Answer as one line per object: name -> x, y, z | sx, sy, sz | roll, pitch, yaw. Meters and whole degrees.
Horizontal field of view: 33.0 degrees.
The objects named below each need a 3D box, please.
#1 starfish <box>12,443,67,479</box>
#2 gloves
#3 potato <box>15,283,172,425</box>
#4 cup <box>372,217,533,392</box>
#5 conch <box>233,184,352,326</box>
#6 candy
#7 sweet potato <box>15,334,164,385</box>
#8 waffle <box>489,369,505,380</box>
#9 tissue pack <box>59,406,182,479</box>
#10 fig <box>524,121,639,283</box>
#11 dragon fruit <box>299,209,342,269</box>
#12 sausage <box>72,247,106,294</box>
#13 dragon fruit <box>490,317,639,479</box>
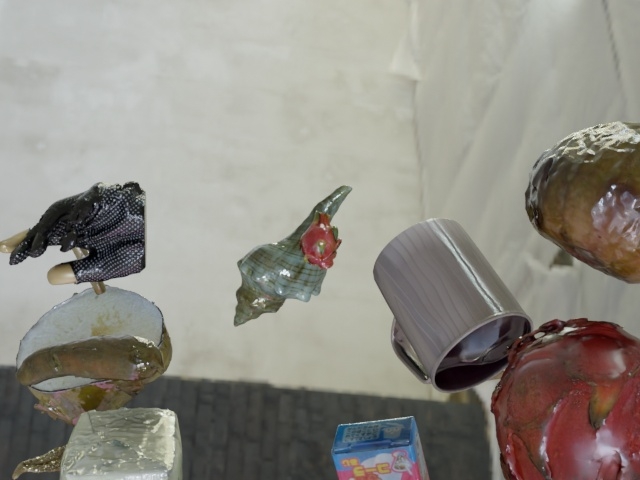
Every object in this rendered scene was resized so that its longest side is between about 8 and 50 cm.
starfish -> -0.474, 0.483, 2.239 | 0.299, 0.302, 0.060 | 67, -25, 9
gloves -> -0.309, -0.011, 1.348 | 0.129, 0.180, 0.106 | 108, -19, -65
potato -> -0.428, 0.239, 2.149 | 0.196, 0.299, 0.247 | 71, 4, -53
cup -> 0.244, 0.137, 2.036 | 0.288, 0.208, 0.273 | 80, -17, -54
conch -> -0.050, 0.050, 2.341 | 0.170, 0.386, 0.203 | 54, 5, -5
candy -> 0.133, 0.494, 2.067 | 0.100, 0.157, 0.306 | -70, 148, -65
sweet potato -> -0.362, 0.185, 1.667 | 0.075, 0.273, 0.075 | -6, 90, -67
waffle -> 0.319, 0.240, 2.159 | 0.135, 0.092, 0.021 | 33, -64, 48
tissue pack -> -0.346, 0.515, 1.893 | 0.297, 0.207, 0.381 | -118, -151, -77
fig -> 0.524, -0.113, 1.749 | 0.369, 0.286, 0.286 | -50, -172, -1
dragon fruit -> 0.001, -0.001, 2.196 | 0.086, 0.081, 0.116 | -155, -108, -64
sausage -> -0.415, 0.035, 1.904 | 0.024, 0.024, 0.132 | -113, 179, -74
dragon fruit -> 0.408, 0.281, 1.667 | 0.296, 0.295, 0.302 | 111, -9, -62
